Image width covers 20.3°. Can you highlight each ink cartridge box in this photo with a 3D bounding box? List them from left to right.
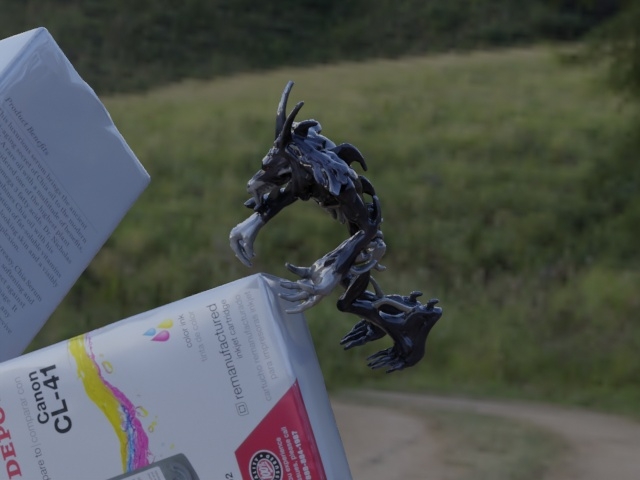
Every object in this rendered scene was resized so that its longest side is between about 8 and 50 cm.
[{"bbox_3d":[-0.146,0.182,1.630,0.306,0.226,0.131,-19,-8,9],"label":"ink cartridge box"}]

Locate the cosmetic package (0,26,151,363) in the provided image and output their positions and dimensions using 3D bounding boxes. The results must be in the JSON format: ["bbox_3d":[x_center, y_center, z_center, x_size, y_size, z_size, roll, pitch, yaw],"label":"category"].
[{"bbox_3d":[-0.399,0.000,1.935,0.161,0.453,0.230,-10,-55,39],"label":"cosmetic package"}]

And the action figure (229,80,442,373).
[{"bbox_3d":[0.000,0.000,1.608,0.141,0.275,0.164,-33,28,-4],"label":"action figure"}]
